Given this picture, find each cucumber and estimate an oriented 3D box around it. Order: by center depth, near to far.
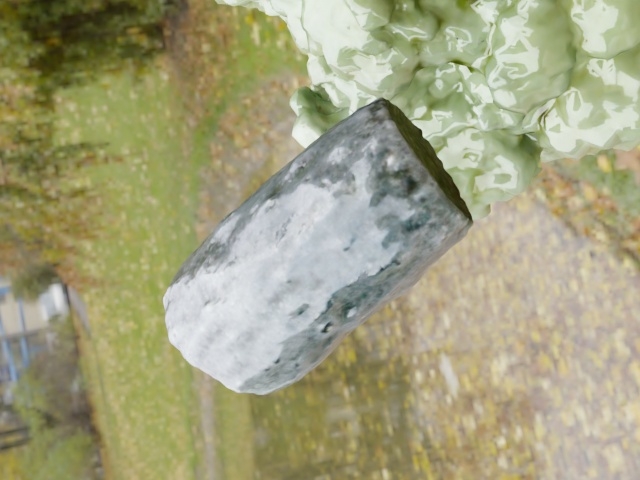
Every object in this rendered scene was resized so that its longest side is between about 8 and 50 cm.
[{"bbox_3d":[-0.001,0.001,0.389,0.112,0.064,0.064,-44,44,27],"label":"cucumber"}]

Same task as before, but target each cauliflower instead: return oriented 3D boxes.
[{"bbox_3d":[0.082,-0.129,0.530,0.281,0.327,0.260,152,133,-69],"label":"cauliflower"}]
